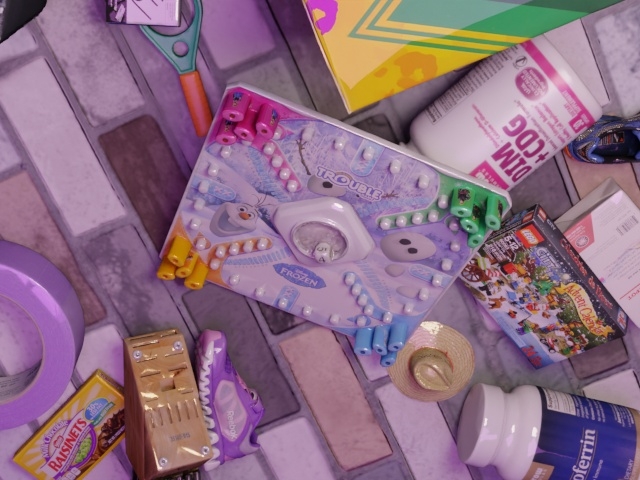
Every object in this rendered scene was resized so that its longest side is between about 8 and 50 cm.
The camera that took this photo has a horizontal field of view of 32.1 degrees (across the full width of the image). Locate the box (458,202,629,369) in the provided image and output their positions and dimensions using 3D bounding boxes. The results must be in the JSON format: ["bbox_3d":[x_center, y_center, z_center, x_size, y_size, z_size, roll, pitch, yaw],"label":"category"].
[{"bbox_3d":[0.316,0.072,1.623,0.159,0.044,0.233,-29,111,37],"label":"box"}]

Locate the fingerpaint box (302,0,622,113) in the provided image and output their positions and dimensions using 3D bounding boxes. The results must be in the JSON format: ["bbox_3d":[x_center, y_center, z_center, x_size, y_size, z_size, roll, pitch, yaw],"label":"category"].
[{"bbox_3d":[0.162,-0.333,1.288,0.371,0.445,0.163,-22,110,6],"label":"fingerpaint box"}]

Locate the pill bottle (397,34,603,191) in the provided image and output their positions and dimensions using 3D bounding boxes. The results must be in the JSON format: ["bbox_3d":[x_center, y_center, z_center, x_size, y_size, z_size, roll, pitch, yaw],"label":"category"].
[{"bbox_3d":[0.224,-0.143,1.512,0.283,0.160,0.160,-40,107,13],"label":"pill bottle"}]

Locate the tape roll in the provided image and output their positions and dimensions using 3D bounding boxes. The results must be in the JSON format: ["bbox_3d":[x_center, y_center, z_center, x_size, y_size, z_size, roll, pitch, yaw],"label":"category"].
[{"bbox_3d":[-0.491,0.139,1.635,0.274,0.090,0.275,0,110,-1],"label":"tape roll"}]

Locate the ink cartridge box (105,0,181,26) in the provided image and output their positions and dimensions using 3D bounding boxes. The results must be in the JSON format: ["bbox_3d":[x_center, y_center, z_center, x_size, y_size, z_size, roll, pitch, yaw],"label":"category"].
[{"bbox_3d":[-0.229,-0.386,1.453,0.097,0.046,0.207,3,101,-2],"label":"ink cartridge box"}]

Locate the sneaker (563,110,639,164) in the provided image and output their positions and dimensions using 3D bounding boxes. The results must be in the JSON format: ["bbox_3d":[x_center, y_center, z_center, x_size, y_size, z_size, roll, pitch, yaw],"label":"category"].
[{"bbox_3d":[0.456,-0.144,1.557,0.221,0.087,0.083,-16,111,4],"label":"sneaker"}]

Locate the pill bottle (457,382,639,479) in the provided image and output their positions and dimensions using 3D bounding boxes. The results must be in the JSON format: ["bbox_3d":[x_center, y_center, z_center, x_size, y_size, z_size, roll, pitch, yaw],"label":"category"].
[{"bbox_3d":[0.351,0.304,1.688,0.264,0.153,0.153,13,110,-6],"label":"pill bottle"}]

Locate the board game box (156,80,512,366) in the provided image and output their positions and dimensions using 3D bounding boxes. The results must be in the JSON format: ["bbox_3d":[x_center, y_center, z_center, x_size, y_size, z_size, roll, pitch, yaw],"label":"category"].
[{"bbox_3d":[0.000,0.000,1.512,0.389,0.050,0.390,22,139,-7],"label":"board game box"}]

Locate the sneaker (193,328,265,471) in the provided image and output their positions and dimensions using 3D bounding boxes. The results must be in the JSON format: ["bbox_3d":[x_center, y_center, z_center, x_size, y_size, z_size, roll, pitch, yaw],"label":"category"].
[{"bbox_3d":[-0.137,0.238,1.687,0.104,0.095,0.237,-5,116,-7],"label":"sneaker"}]

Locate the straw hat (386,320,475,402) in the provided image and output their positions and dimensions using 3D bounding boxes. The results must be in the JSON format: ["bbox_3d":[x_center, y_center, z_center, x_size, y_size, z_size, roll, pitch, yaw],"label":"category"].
[{"bbox_3d":[0.168,0.198,1.691,0.144,0.061,0.145,-1,110,-2],"label":"straw hat"}]

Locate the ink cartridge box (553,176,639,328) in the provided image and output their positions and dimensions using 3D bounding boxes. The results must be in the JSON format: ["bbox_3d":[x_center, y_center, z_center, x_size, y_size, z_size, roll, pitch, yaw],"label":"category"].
[{"bbox_3d":[0.445,0.021,1.629,0.115,0.067,0.198,-39,105,13],"label":"ink cartridge box"}]

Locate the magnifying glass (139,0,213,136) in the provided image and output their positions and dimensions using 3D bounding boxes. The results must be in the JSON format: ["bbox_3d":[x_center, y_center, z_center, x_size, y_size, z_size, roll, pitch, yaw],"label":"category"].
[{"bbox_3d":[-0.189,-0.255,1.531,0.092,0.026,0.231,-15,111,4],"label":"magnifying glass"}]

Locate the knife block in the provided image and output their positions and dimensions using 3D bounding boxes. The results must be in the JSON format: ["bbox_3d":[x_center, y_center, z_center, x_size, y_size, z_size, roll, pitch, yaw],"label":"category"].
[{"bbox_3d":[-0.249,0.297,1.697,0.088,0.242,0.276,-10,74,-26],"label":"knife block"}]

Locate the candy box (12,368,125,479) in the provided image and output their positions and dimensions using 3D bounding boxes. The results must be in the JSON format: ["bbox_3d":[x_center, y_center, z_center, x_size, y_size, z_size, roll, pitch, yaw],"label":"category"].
[{"bbox_3d":[-0.373,0.301,1.732,0.105,0.027,0.206,42,104,-13],"label":"candy box"}]

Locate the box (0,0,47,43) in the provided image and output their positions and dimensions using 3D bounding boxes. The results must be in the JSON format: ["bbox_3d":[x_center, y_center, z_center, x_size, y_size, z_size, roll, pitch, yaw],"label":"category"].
[{"bbox_3d":[-0.532,-0.530,1.279,0.471,0.297,0.480,12,110,-8],"label":"box"}]
